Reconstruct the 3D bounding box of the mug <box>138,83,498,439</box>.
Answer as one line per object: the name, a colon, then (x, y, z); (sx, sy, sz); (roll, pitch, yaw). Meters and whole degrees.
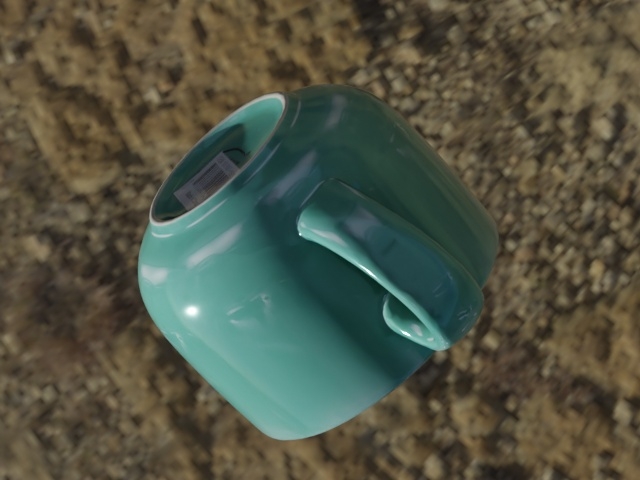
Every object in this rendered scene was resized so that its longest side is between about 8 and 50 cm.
mug: (0.000, -0.004, 0.769); (0.157, 0.129, 0.097); (-27, 115, 40)
